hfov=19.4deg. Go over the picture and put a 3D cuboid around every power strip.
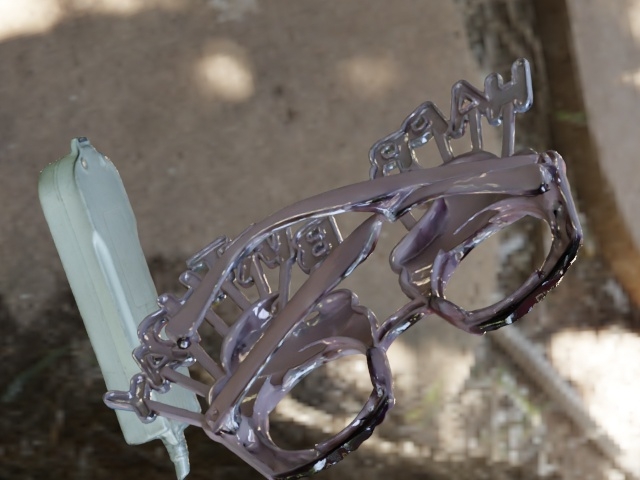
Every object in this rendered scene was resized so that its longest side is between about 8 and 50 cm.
[{"bbox_3d":[-0.104,0.038,0.995,0.047,0.030,0.191,-27,99,-66],"label":"power strip"}]

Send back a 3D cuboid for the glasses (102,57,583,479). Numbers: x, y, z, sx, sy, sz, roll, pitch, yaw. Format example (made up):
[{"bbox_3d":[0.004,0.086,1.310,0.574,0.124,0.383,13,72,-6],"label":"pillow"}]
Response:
[{"bbox_3d":[0.001,0.001,0.850,0.255,0.162,0.095,-35,121,1],"label":"glasses"}]
